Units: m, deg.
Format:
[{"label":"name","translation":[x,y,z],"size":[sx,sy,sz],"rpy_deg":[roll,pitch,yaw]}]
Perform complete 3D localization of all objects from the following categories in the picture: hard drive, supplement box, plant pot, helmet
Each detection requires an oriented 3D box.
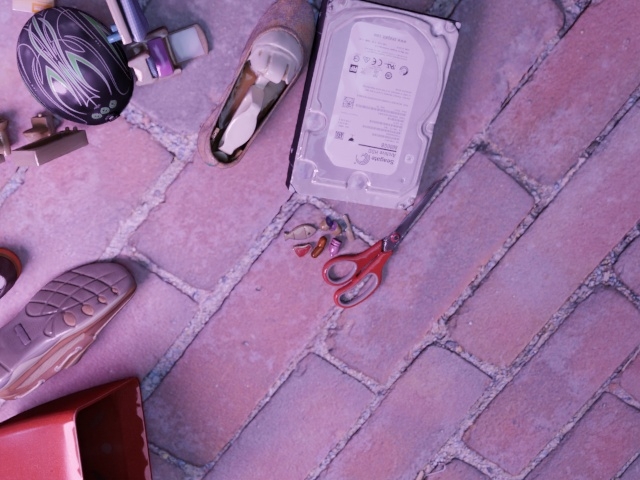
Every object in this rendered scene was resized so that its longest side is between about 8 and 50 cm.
[{"label":"hard drive","translation":[0.085,-0.230,1.372],"size":[0.236,0.064,0.339],"rpy_deg":[9,109,-14]},{"label":"supplement box","translation":[-0.433,-0.397,1.216],"size":[0.062,0.036,0.099],"rpy_deg":[4,110,-12]},{"label":"plant pot","translation":[-0.455,0.401,1.379],"size":[0.235,0.267,0.267],"rpy_deg":[-6,91,10]},{"label":"helmet","translation":[-0.373,-0.266,1.208],"size":[0.169,0.169,0.161],"rpy_deg":[-34,154,3]}]

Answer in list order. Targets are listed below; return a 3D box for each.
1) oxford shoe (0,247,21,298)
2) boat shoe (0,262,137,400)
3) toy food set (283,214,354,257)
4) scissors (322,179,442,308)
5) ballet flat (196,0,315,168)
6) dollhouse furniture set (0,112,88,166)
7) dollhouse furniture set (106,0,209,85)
[{"label":"oxford shoe","translation":[-0.626,0.115,1.333],"size":[0.271,0.098,0.097],"rpy_deg":[-39,113,2]},{"label":"boat shoe","translation":[-0.457,0.160,1.393],"size":[0.324,0.123,0.116],"rpy_deg":[-35,147,-7]},{"label":"toy food set","translation":[0.000,0.000,1.463],"size":[0.122,0.019,0.078],"rpy_deg":[-20,113,-3]},{"label":"scissors","translation":[0.132,0.012,1.499],"size":[0.297,0.021,0.109],"rpy_deg":[-37,110,3]},{"label":"ballet flat","translation":[-0.096,-0.248,1.304],"size":[0.107,0.106,0.316],"rpy_deg":[25,103,-18]},{"label":"dollhouse furniture set","translation":[-0.474,-0.186,1.230],"size":[0.151,0.144,0.123],"rpy_deg":[3,114,26]},{"label":"dollhouse furniture set","translation":[-0.215,-0.362,1.130],"size":[0.198,0.303,0.287],"rpy_deg":[-20,113,-3]}]
